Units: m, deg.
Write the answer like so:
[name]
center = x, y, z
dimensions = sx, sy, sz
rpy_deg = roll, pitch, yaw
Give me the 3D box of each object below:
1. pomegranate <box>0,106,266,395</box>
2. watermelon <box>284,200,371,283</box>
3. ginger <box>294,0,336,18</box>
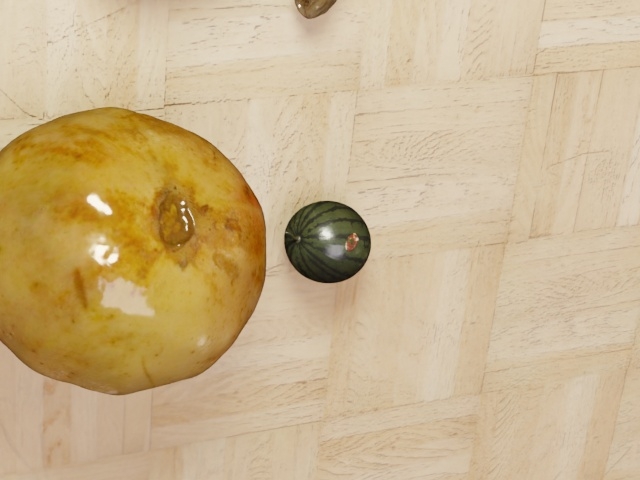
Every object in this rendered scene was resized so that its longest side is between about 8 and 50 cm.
[pomegranate]
center = -0.236, 0.020, 1.790
dimensions = 0.338, 0.338, 0.338
rpy_deg = -12, 123, -19
[watermelon]
center = 0.000, 0.000, 2.000
dimensions = 0.133, 0.105, 0.105
rpy_deg = 11, 114, -44
[ginger]
center = -0.025, -0.376, 1.775
dimensions = 0.084, 0.122, 0.290
rpy_deg = -9, 132, 17
